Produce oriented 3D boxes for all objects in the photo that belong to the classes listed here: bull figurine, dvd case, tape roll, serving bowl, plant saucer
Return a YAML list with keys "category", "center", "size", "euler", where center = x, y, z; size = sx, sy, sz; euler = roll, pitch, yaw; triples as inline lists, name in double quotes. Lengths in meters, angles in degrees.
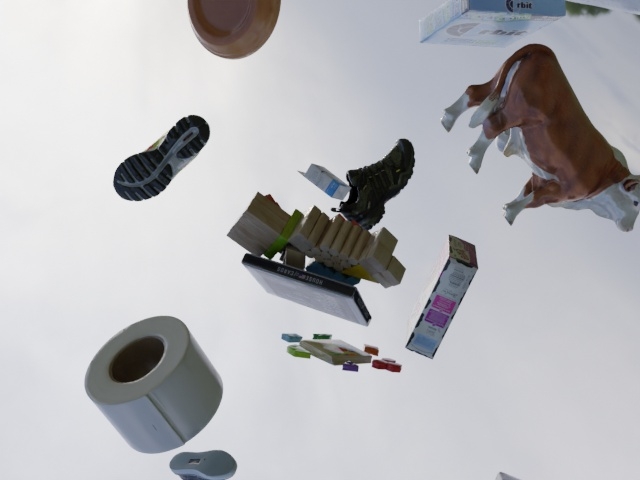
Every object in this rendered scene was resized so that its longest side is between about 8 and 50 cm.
- category: "bull figurine"
  center: [0.308, -0.114, 1.077]
  size: [0.310, 0.188, 0.101]
  euler: [51, -167, -22]
- category: "dvd case"
  center: [-0.024, 0.099, 1.585]
  size: [0.238, 0.030, 0.179]
  euler: [17, 162, 21]
- category: "tape roll"
  center: [-0.350, 0.303, 1.689]
  size: [0.246, 0.246, 0.169]
  euler: [-98, -15, -53]
- category: "serving bowl"
  center: [0.391, -0.212, 1.608]
  size: [0.083, 0.083, 0.027]
  euler: [-97, -17, -53]
- category: "plant saucer"
  center: [-0.155, -0.407, 1.342]
  size: [0.200, 0.200, 0.037]
  euler: [48, -150, 19]

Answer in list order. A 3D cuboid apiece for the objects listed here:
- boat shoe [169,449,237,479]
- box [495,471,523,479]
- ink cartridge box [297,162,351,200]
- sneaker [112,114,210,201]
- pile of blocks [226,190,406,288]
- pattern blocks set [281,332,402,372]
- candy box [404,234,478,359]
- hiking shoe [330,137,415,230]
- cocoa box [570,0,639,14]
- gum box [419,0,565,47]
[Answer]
- category: "boat shoe"
  center: [-0.233, 0.493, 1.694]
  size: [0.083, 0.183, 0.065]
  euler: [58, -136, -30]
- category: "box"
  center: [0.423, 0.548, 1.339]
  size: [0.296, 0.183, 0.294]
  euler: [20, 178, 8]
- category: "ink cartridge box"
  center: [0.006, -0.104, 1.347]
  size: [0.083, 0.028, 0.048]
  euler: [39, -167, 23]
- category: "sneaker"
  center: [-0.266, -0.141, 1.380]
  size: [0.081, 0.208, 0.094]
  euler: [54, -169, -10]
- category: "pile of blocks"
  center: [0.000, 0.000, 1.589]
  size: [0.362, 0.149, 0.113]
  euler: [20, -131, 9]
- category: "pattern blocks set"
  center: [0.042, 0.305, 2.165]
  size: [0.285, 0.026, 0.325]
  euler: [6, -173, -24]
- category: "candy box"
  center: [0.263, 0.121, 1.746]
  size: [0.071, 0.234, 0.159]
  euler: [22, -161, 1]
- category: "hiking shoe"
  center: [0.117, -0.134, 1.732]
  size: [0.114, 0.227, 0.086]
  euler: [31, 179, -29]
- category: "cocoa box"
  center: [0.414, -0.478, 0.942]
  size: [0.228, 0.347, 0.231]
  euler: [38, 178, -42]
- category: "gum box"
  center: [0.260, -0.343, 1.231]
  size: [0.156, 0.041, 0.184]
  euler: [-1, 178, -16]
